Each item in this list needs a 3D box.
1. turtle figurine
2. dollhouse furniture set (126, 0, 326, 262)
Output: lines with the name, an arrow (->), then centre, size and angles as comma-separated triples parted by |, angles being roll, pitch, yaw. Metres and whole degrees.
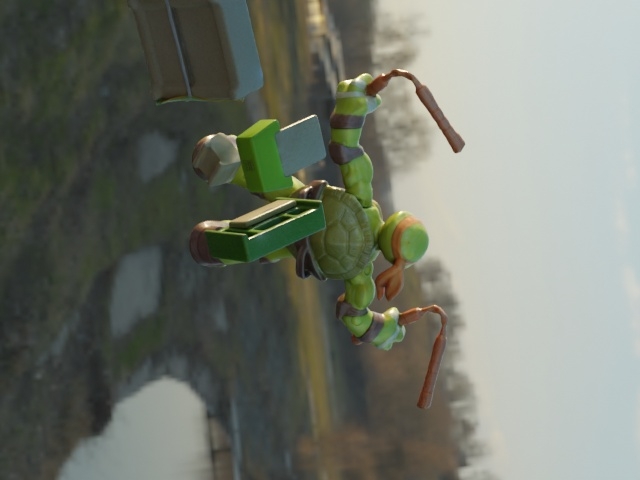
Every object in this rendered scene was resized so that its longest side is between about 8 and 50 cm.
turtle figurine -> 0.000, 0.000, 1.062 | 0.087, 0.217, 0.269 | -34, 126, -46
dollhouse furniture set -> -0.041, -0.068, 0.738 | 0.076, 0.058, 0.151 | 4, -66, 46
